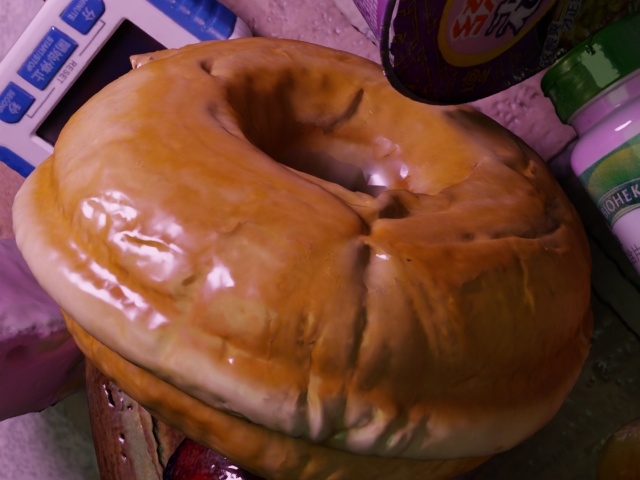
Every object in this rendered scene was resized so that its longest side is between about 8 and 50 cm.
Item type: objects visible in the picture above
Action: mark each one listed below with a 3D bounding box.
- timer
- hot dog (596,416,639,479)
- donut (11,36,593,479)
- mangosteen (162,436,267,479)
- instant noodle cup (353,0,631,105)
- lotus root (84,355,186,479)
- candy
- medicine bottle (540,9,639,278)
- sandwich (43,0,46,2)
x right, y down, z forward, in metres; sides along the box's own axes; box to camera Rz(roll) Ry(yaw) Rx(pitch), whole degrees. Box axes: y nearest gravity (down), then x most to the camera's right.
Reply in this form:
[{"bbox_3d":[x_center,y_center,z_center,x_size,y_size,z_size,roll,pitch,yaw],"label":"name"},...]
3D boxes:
[{"bbox_3d":[-0.195,-0.148,1.190,0.178,0.078,0.253,36,118,-18],"label":"timer"},{"bbox_3d":[0.376,0.237,0.875,0.365,0.196,0.367,-21,98,51],"label":"hot dog"},{"bbox_3d":[0.000,0.000,0.942,0.449,0.449,0.198,30,120,20],"label":"donut"},{"bbox_3d":[-0.012,0.209,0.972,0.216,0.216,0.216,4,98,26],"label":"mangosteen"},{"bbox_3d":[0.107,-0.307,0.937,0.340,0.340,0.266,-49,63,23],"label":"instant noodle cup"},{"bbox_3d":[-0.107,0.204,1.159,0.179,0.196,0.397,-14,86,-9],"label":"lotus root"},{"bbox_3d":[-0.303,0.082,1.200,0.155,0.265,0.116,33,106,20],"label":"candy"},{"bbox_3d":[0.278,-0.035,0.967,0.133,0.133,0.274,-34,80,26],"label":"medicine bottle"},{"bbox_3d":[-0.246,-0.342,1.212,0.108,0.220,0.186,-1,59,29],"label":"sandwich"}]
